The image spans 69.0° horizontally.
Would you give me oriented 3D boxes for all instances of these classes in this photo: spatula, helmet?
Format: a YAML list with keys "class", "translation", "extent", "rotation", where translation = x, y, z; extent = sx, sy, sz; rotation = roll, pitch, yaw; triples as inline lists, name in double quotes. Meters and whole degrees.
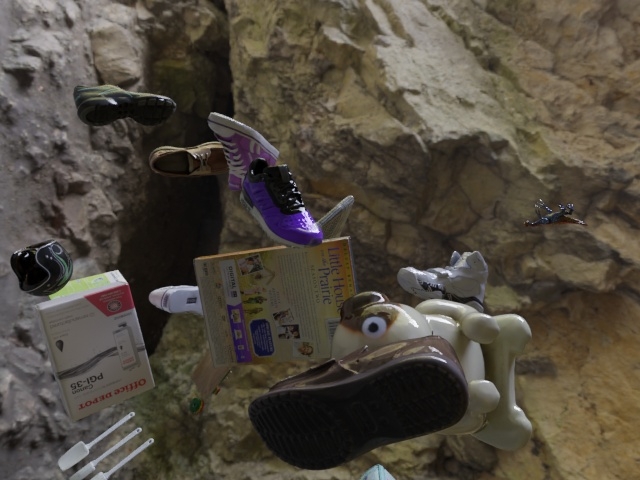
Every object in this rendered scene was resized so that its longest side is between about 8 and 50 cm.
- class: "spatula"
  translation: [-0.646, 0.640, 1.408]
  extent: [0.242, 0.168, 0.019]
  rotation: [-35, 144, -27]
- class: "helmet"
  translation: [-0.883, 0.094, 1.491]
  extent: [0.169, 0.169, 0.162]
  rotation: [-92, 168, -73]

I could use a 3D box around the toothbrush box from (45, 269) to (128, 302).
- class: "toothbrush box"
  translation: [-0.932, 0.264, 1.874]
  extent: [0.122, 0.283, 0.207]
  rotation: [35, -53, 40]

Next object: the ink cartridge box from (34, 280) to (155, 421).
- class: "ink cartridge box"
  translation: [-0.555, 0.266, 1.160]
  extent: [0.117, 0.207, 0.283]
  rotation: [-1, -77, 54]

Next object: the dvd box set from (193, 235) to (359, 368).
- class: "dvd box set"
  translation: [-0.106, 0.166, 1.228]
  extent: [0.062, 0.419, 0.308]
  rotation: [-43, 124, -78]

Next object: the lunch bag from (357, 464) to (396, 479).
- class: "lunch bag"
  translation: [0.094, 0.730, 1.201]
  extent: [0.279, 0.108, 0.224]
  rotation: [-46, 177, 2]

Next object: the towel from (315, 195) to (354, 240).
- class: "towel"
  translation: [0.000, 0.000, 1.881]
  extent: [0.312, 0.056, 0.324]
  rotation: [-42, 165, -38]

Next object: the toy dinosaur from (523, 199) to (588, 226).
- class: "toy dinosaur"
  translation: [0.410, -0.036, 0.834]
  extent: [0.090, 0.047, 0.082]
  rotation: [60, -33, 23]

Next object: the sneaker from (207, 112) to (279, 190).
- class: "sneaker"
  translation: [-0.217, -0.217, 1.237]
  extent: [0.161, 0.102, 0.282]
  rotation: [-63, 150, -2]

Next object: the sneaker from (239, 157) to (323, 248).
- class: "sneaker"
  translation: [-0.094, -0.101, 1.090]
  extent: [0.293, 0.102, 0.146]
  rotation: [41, -52, 35]

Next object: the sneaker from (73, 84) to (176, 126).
- class: "sneaker"
  translation: [-0.520, -0.375, 1.250]
  extent: [0.106, 0.267, 0.101]
  rotation: [55, -47, 21]

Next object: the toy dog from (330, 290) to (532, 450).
- class: "toy dog"
  translation: [0.201, 0.239, 0.965]
  extent: [0.395, 0.407, 0.285]
  rotation: [2, -107, 48]

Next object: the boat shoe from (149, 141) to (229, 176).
- class: "boat shoe"
  translation: [-0.437, -0.274, 1.640]
  extent: [0.116, 0.323, 0.123]
  rotation: [-119, -158, -65]

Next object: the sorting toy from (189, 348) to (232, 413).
- class: "sorting toy"
  translation: [-0.356, 0.439, 1.574]
  extent: [0.275, 0.046, 0.132]
  rotation: [-53, -137, -4]

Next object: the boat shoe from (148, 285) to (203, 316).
- class: "boat shoe"
  translation: [-0.414, 0.183, 1.424]
  extent: [0.267, 0.088, 0.096]
  rotation: [11, 89, -69]

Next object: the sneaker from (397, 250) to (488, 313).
- class: "sneaker"
  translation: [0.436, 0.117, 1.617]
  extent: [0.137, 0.365, 0.211]
  rotation: [-5, -117, 66]

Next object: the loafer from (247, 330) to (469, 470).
- class: "loafer"
  translation: [0.052, 0.234, 0.686]
  extent: [0.134, 0.365, 0.130]
  rotation: [64, 30, -5]
